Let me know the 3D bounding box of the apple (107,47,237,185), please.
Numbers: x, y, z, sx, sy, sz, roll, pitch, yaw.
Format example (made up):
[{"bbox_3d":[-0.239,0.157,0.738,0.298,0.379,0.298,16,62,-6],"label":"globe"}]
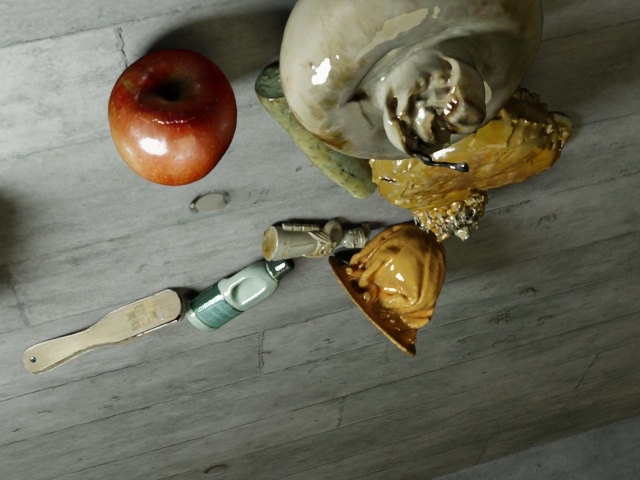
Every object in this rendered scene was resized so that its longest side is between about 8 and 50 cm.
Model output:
[{"bbox_3d":[-0.197,-0.162,1.427,0.181,0.181,0.168,-16,148,-9],"label":"apple"}]

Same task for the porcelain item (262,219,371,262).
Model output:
[{"bbox_3d":[0.000,0.000,1.962,0.213,0.054,0.084,-4,141,-29],"label":"porcelain item"}]

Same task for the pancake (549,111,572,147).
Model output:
[{"bbox_3d":[0.388,-0.178,1.937,0.158,0.028,0.158,-18,151,-10],"label":"pancake"}]

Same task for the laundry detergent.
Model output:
[{"bbox_3d":[-0.146,0.093,2.010,0.225,0.070,0.099,-32,143,21],"label":"laundry detergent"}]

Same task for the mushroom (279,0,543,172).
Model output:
[{"bbox_3d":[0.130,-0.231,1.401,0.362,0.295,0.362,-14,149,-9],"label":"mushroom"}]

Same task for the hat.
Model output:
[{"bbox_3d":[0.184,0.054,2.040,0.233,0.244,0.233,-42,157,12],"label":"hat"}]

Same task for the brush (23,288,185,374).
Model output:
[{"bbox_3d":[-0.403,0.180,2.006,0.327,0.070,0.065,-21,162,4],"label":"brush"}]

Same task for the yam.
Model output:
[{"bbox_3d":[0.005,-0.159,1.676,0.083,0.083,0.371,-29,150,15],"label":"yam"}]

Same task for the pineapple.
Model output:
[{"bbox_3d":[0.245,-0.059,1.934,0.161,0.137,0.176,-21,152,0],"label":"pineapple"}]

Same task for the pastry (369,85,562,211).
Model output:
[{"bbox_3d":[0.228,-0.163,1.721,0.310,0.162,0.255,-19,163,18],"label":"pastry"}]
